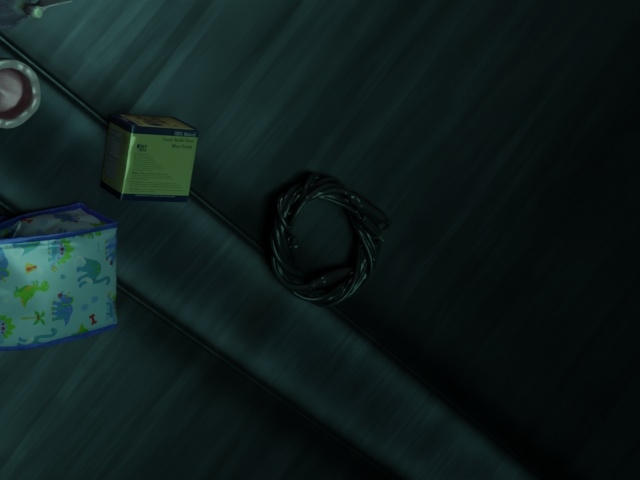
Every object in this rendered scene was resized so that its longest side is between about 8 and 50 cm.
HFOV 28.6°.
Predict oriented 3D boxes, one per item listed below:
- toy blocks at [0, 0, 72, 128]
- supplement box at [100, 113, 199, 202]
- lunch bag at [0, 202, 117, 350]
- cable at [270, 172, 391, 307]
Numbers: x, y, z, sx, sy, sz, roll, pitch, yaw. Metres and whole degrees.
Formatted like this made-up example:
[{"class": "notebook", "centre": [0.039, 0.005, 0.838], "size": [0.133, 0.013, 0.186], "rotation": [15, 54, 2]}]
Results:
[{"class": "toy blocks", "centre": [-0.393, -0.198, 1.050], "size": [0.288, 0.260, 0.309], "rotation": [-24, 120, -26]}, {"class": "supplement box", "centre": [-0.186, -0.090, 1.367], "size": [0.083, 0.056, 0.083], "rotation": [0, 108, -35]}, {"class": "lunch bag", "centre": [-0.296, 0.041, 1.316], "size": [0.151, 0.096, 0.129], "rotation": [-17, 117, -40]}, {"class": "cable", "centre": [0.000, 0.000, 1.548], "size": [0.184, 0.047, 0.151], "rotation": [31, 93, -41]}]
